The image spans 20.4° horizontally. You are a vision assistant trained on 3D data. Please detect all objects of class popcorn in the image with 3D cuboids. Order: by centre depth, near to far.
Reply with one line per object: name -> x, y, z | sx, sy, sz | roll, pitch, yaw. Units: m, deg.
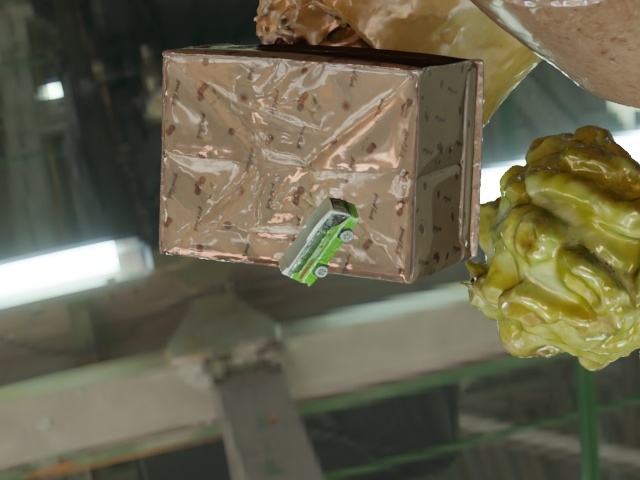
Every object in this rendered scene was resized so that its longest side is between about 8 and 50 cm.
popcorn -> 0.333, 0.019, 2.197 | 0.312, 0.312, 0.312 | -6, -151, 3

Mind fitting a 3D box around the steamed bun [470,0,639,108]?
steamed bun -> 0.166, -0.233, 1.184 | 0.252, 0.199, 0.301 | 23, -134, -30

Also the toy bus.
toy bus -> 0.000, 0.000, 1.587 | 0.037, 0.083, 0.031 | 24, -154, -24

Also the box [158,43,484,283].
box -> 0.001, -0.087, 1.863 | 0.297, 0.225, 0.190 | 6, -169, 22

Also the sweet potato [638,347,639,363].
sweet potato -> 0.356, 0.118, 1.838 | 0.053, 0.182, 0.054 | 14, -132, 13

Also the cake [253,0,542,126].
cake -> 0.060, -0.221, 2.093 | 0.321, 0.332, 0.332 | -48, -152, 11
